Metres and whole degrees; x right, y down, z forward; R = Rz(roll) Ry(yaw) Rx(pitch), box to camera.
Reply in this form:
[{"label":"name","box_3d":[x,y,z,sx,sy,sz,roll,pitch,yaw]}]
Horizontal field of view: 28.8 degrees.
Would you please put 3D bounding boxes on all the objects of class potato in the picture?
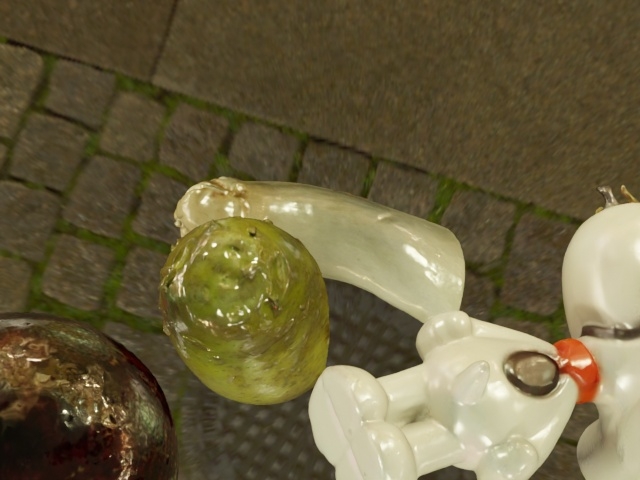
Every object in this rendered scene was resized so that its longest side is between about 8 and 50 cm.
[{"label":"potato","box_3d":[-0.075,0.078,1.336,0.176,0.298,0.141,-31,58,-5]}]

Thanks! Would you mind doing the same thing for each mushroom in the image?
[{"label":"mushroom","box_3d":[-0.001,0.000,1.666,0.397,0.177,0.126,17,117,-12]}]

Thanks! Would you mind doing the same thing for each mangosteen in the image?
[{"label":"mangosteen","box_3d":[-0.245,0.199,1.005,0.288,0.288,0.288,0,83,1]}]

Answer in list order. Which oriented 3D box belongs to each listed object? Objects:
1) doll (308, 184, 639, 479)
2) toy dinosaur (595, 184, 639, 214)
[{"label":"doll","box_3d":[0.146,0.100,0.672,0.271,0.144,0.208,-31,72,-25]},{"label":"toy dinosaur","box_3d":[0.355,0.001,1.204,0.126,0.039,0.162,-33,80,-25]}]
